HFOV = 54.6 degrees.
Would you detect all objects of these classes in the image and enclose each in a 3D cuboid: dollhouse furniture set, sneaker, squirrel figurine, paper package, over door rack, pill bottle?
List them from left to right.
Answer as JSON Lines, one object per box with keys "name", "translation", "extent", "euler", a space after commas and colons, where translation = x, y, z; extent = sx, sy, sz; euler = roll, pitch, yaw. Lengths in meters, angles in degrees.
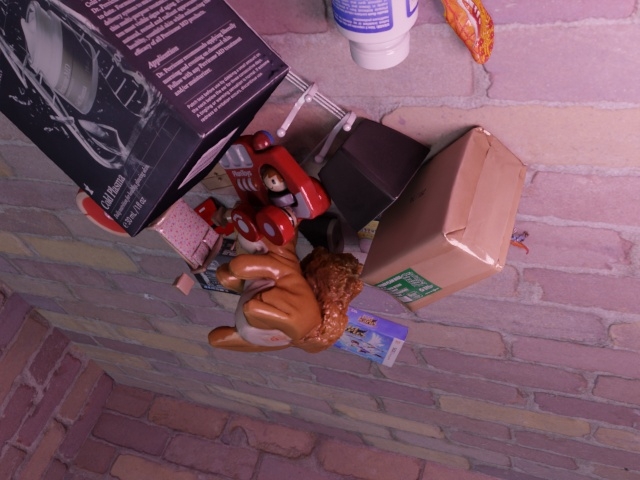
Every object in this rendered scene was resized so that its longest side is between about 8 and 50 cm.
{"name": "dollhouse furniture set", "translation": [-0.335, -0.087, 1.642], "extent": [0.173, 0.356, 0.303], "euler": [-8, 136, 38]}
{"name": "over door rack", "translation": [-0.098, -0.265, 1.470], "extent": [0.239, 0.108, 0.324], "euler": [35, 146, -16]}
{"name": "squirrel figurine", "translation": [-0.085, 0.101, 1.697], "extent": [0.396, 0.371, 0.281], "euler": [12, 148, -18]}
{"name": "sneaker", "translation": [0.000, 0.000, 1.833], "extent": [0.118, 0.083, 0.222], "euler": [19, 142, 20]}
{"name": "pill bottle", "translation": [0.089, -0.437, 1.062], "extent": [0.152, 0.152, 0.272], "euler": [11, 145, 19]}
{"name": "paper package", "translation": [0.269, -0.036, 1.386], "extent": [0.168, 0.310, 0.325], "euler": [33, 147, -15]}
{"name": "sneaker", "translation": [0.262, -0.396, 1.116], "extent": [0.067, 0.064, 0.175], "euler": [16, 148, 49]}

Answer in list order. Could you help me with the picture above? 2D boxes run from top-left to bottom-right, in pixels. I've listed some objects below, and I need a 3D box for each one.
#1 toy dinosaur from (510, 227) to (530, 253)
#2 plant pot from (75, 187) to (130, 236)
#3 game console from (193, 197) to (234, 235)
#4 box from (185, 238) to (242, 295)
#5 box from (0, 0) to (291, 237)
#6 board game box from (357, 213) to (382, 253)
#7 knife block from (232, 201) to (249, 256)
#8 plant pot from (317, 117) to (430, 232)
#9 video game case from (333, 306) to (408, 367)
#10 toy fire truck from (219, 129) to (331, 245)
{"name": "toy dinosaur", "translation": [0.475, -0.003, 1.529], "extent": [0.082, 0.090, 0.047], "euler": [-15, 170, -23]}
{"name": "plant pot", "translation": [-0.545, -0.161, 1.770], "extent": [0.274, 0.243, 0.275], "euler": [16, 147, 10]}
{"name": "game console", "translation": [-0.323, -0.073, 1.974], "extent": [0.144, 0.085, 0.124], "euler": [-26, 92, 49]}
{"name": "box", "translation": [-0.308, 0.095, 2.147], "extent": [0.307, 0.077, 0.242], "euler": [8, 145, 22]}
{"name": "box", "translation": [-0.403, -0.335, 1.287], "extent": [0.472, 0.297, 0.480], "euler": [46, 142, -6]}
{"name": "board game box", "translation": [0.221, -0.009, 1.702], "extent": [0.243, 0.042, 0.165], "euler": [10, 146, 19]}
{"name": "knife block", "translation": [-0.159, 0.009, 1.946], "extent": [0.088, 0.242, 0.276], "euler": [-1, 96, 31]}
{"name": "plant pot", "translation": [0.109, -0.165, 1.435], "extent": [0.167, 0.188, 0.187], "euler": [41, 146, -4]}
{"name": "video game case", "translation": [0.160, 0.345, 2.238], "extent": [0.269, 0.061, 0.244], "euler": [19, 146, 6]}
{"name": "toy fire truck", "translation": [-0.129, -0.139, 1.490], "extent": [0.302, 0.169, 0.254], "euler": [5, 129, 54]}
